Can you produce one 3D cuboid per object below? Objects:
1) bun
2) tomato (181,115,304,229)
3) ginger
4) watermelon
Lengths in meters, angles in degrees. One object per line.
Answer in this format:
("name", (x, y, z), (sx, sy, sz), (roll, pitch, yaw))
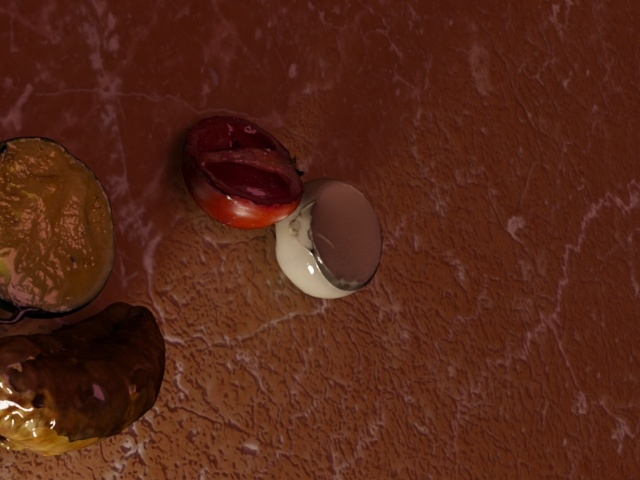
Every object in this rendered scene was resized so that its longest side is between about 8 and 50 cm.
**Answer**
("bun", (0.000, 0.000, 1.990), (0.173, 0.120, 0.172), (13, 71, -45))
("tomato", (-0.117, -0.079, 1.914), (0.173, 0.099, 0.189), (8, 38, -28))
("ginger", (-0.294, 0.174, 1.629), (0.321, 0.165, 0.172), (-19, 122, -67))
("watermelon", (-0.352, -0.001, 1.647), (0.204, 0.127, 0.232), (16, 68, -37))
